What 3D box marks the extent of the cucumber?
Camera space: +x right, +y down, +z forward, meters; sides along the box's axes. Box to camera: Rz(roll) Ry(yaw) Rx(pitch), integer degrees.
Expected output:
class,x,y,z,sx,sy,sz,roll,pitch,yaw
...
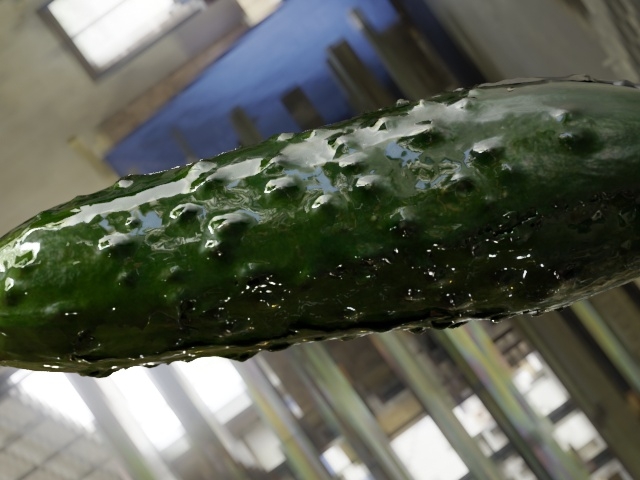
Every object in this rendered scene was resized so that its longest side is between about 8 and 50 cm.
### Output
class,x,y,z,sx,sy,sz,roll,pitch,yaw
cucumber,0.000,0.000,0.441,0.069,0.227,0.069,-12,-90,-88
